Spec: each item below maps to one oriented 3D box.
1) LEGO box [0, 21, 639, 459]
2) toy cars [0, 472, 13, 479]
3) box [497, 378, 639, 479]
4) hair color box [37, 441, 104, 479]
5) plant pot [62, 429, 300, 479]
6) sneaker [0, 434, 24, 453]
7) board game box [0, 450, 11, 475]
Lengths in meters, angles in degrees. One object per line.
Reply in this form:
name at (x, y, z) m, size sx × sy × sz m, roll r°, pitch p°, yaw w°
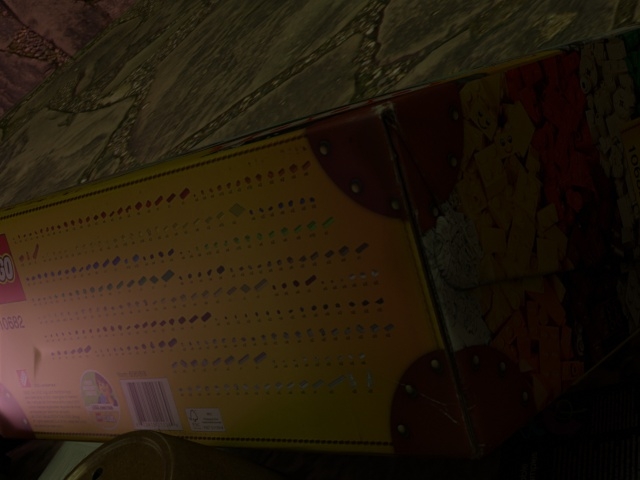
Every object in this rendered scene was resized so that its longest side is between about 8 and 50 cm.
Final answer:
LEGO box at (0.000, 0.000, 0.780) m, size 0.500 × 0.193 × 0.372 m, roll -9°, pitch 10°, yaw 44°
toy cars at (-0.409, 0.327, 0.849) m, size 0.393 × 0.087 × 0.176 m, roll -37°, pitch 59°, yaw -12°
box at (0.196, 0.150, 0.673) m, size 0.162 × 0.029 × 0.116 m, roll -18°, pitch 36°, yaw 33°
hair color box at (-0.223, 0.254, 1.008) m, size 0.167 × 0.053 × 0.093 m, roll -5°, pitch 44°, yaw 49°
plant pot at (-0.054, 0.239, 0.624) m, size 0.237 × 0.254 × 0.237 m, roll -29°, pitch 33°, yaw 21°
sneaker at (-0.446, 0.246, 1.271) m, size 0.209 × 0.069 × 0.082 m, roll -30°, pitch 21°, yaw 16°
board game box at (-0.438, 0.347, 1.168) m, size 0.126 × 0.026 × 0.186 m, roll -29°, pitch 32°, yaw 22°
